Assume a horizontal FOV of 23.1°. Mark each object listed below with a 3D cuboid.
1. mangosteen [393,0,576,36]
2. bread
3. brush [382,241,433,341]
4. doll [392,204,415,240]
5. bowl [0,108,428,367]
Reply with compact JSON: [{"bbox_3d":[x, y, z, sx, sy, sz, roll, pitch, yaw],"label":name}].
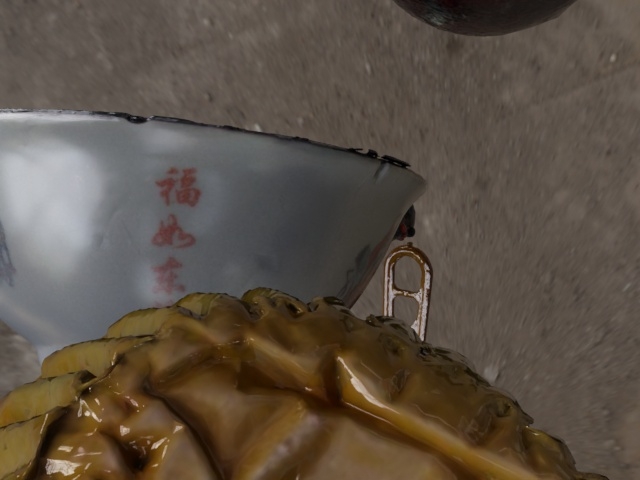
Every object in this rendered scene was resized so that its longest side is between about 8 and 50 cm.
[{"bbox_3d":[0.101,-0.242,1.053,0.216,0.216,0.216,-1,82,5],"label":"mangosteen"},{"bbox_3d":[-0.016,0.117,0.487,0.240,0.139,0.240,3,61,-5],"label":"bread"},{"bbox_3d":[0.061,0.152,1.244,0.090,0.017,0.314,11,107,28],"label":"brush"},{"bbox_3d":[0.002,0.003,1.495,0.127,0.249,0.088,-27,88,28],"label":"doll"},{"bbox_3d":[-0.106,0.020,1.038,0.345,0.345,0.157,5,85,6],"label":"bowl"}]
